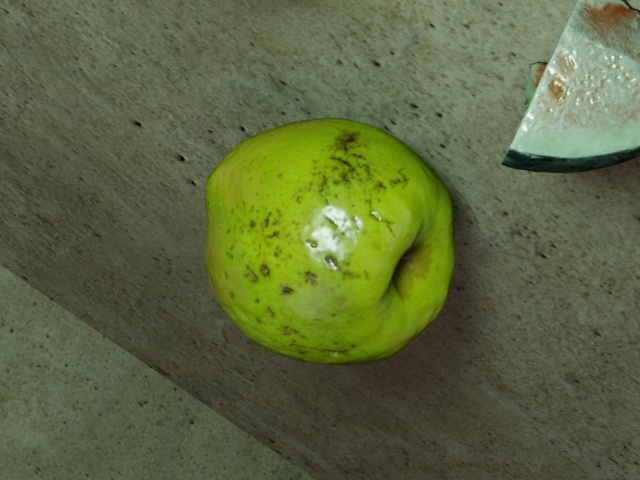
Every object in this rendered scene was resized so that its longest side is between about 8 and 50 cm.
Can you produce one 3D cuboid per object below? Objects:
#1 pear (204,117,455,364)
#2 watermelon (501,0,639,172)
[{"bbox_3d":[0.000,0.000,2.158,0.391,0.391,0.391,20,153,10],"label":"pear"},{"bbox_3d":[0.301,-0.184,1.747,0.320,0.289,0.214,11,123,52],"label":"watermelon"}]
